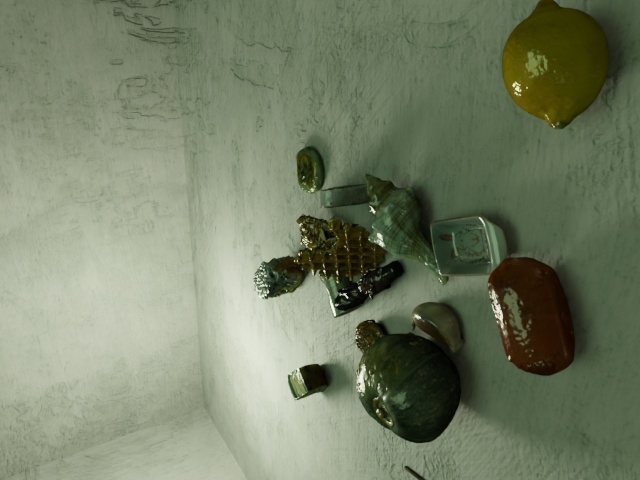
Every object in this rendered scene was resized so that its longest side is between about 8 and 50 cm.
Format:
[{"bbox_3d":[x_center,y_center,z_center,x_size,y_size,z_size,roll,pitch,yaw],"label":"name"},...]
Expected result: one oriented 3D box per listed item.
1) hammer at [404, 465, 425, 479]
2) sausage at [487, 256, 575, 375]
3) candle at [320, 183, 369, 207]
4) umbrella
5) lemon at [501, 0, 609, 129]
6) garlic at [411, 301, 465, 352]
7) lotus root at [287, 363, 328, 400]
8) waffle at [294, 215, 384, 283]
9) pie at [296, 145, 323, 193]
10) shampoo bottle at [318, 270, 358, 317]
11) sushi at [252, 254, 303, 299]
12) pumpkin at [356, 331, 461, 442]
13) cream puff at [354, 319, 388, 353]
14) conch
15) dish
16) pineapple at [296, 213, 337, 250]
[{"bbox_3d":[0.370,0.815,1.712,0.292,0.029,0.058,14,111,60],"label":"hammer"},{"bbox_3d":[0.471,0.165,1.162,0.141,0.153,0.268,-17,85,38],"label":"sausage"},{"bbox_3d":[0.089,-0.148,1.720,0.168,0.192,0.068,-4,99,16],"label":"candle"},{"bbox_3d":[0.159,0.153,1.737,0.326,0.094,0.090,-38,81,43],"label":"umbrella"},{"bbox_3d":[0.445,-0.335,0.994,0.187,0.186,0.244,-5,101,60],"label":"lemon"},{"bbox_3d":[0.323,0.243,1.520,0.198,0.090,0.129,12,123,53],"label":"garlic"},{"bbox_3d":[-0.055,0.611,2.252,0.235,0.138,0.119,-50,53,55],"label":"lotus root"},{"bbox_3d":[0.077,0.040,1.726,0.293,0.259,0.069,-39,34,43],"label":"waffle"},{"bbox_3d":[-0.047,-0.268,2.001,0.187,0.041,0.187,32,128,51],"label":"pie"},{"bbox_3d":[0.057,0.160,1.937,0.118,0.087,0.234,-38,67,51],"label":"shampoo bottle"},{"bbox_3d":[-0.179,0.158,2.242,0.139,0.184,0.274,64,146,21],"label":"sushi"},{"bbox_3d":[0.252,0.416,1.529,0.327,0.257,0.292,33,141,42],"label":"pumpkin"},{"bbox_3d":[0.172,0.341,1.798,0.133,0.104,0.119,41,127,45],"label":"cream puff"},{"bbox_3d":[0.224,-0.029,1.512,0.203,0.169,0.386,92,160,-76],"label":"conch"},{"bbox_3d":[0.390,0.010,1.333,0.234,0.064,0.154,-7,94,61],"label":"dish"},{"bbox_3d":[-0.004,-0.002,1.867,0.334,0.158,0.161,26,93,41],"label":"pineapple"}]
